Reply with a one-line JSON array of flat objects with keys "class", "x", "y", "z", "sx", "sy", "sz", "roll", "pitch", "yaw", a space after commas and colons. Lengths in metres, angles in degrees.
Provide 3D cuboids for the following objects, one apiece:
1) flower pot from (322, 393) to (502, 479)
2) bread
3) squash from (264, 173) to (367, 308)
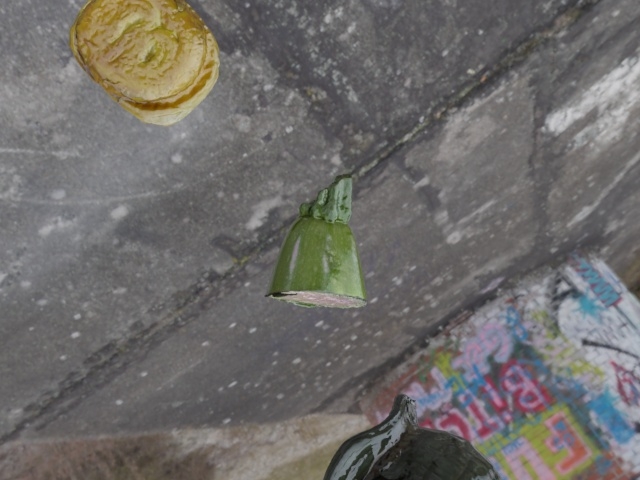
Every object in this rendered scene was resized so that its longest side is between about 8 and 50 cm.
[{"class": "flower pot", "x": 0.109, "y": 0.390, "z": 0.822, "sx": 0.301, "sy": 0.213, "sz": 0.302, "roll": -41, "pitch": 152, "yaw": -28}, {"class": "bread", "x": -0.281, "y": -0.312, "z": 0.961, "sx": 0.198, "sy": 0.236, "sz": 0.120, "roll": -46, "pitch": -171, "yaw": -4}, {"class": "squash", "x": -0.001, "y": -0.002, "z": 0.601, "sx": 0.105, "sy": 0.132, "sz": 0.105, "roll": 3, "pitch": 168, "yaw": 1}]
